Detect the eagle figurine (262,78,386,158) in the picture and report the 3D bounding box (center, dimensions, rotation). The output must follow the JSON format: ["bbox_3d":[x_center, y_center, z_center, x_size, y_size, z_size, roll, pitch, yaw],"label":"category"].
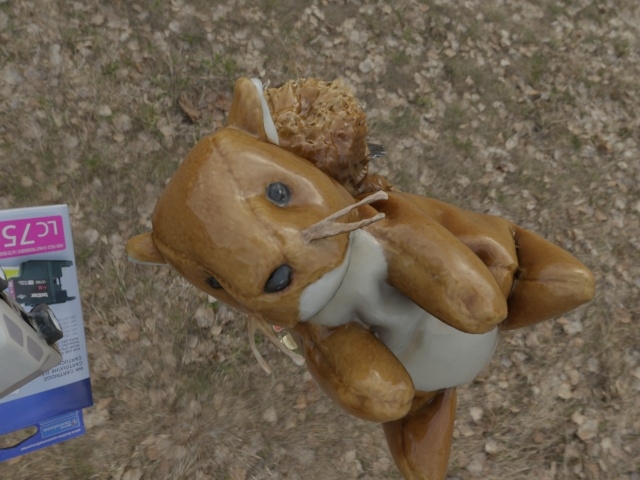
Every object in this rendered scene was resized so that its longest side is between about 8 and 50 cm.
[{"bbox_3d":[-0.051,-0.136,1.118,0.298,0.226,0.225,32,38,14],"label":"eagle figurine"}]

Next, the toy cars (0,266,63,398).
[{"bbox_3d":[-0.308,0.160,0.467,0.176,0.394,0.087,-3,45,-50],"label":"toy cars"}]

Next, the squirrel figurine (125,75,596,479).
[{"bbox_3d":[0.000,0.000,0.583,0.370,0.281,0.397,24,23,-34],"label":"squirrel figurine"}]

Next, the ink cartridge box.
[{"bbox_3d":[-0.380,0.119,0.681,0.185,0.065,0.311,-10,101,-40],"label":"ink cartridge box"}]

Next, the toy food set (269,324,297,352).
[{"bbox_3d":[-0.044,0.150,0.990,0.122,0.019,0.078,-2,62,-44],"label":"toy food set"}]
